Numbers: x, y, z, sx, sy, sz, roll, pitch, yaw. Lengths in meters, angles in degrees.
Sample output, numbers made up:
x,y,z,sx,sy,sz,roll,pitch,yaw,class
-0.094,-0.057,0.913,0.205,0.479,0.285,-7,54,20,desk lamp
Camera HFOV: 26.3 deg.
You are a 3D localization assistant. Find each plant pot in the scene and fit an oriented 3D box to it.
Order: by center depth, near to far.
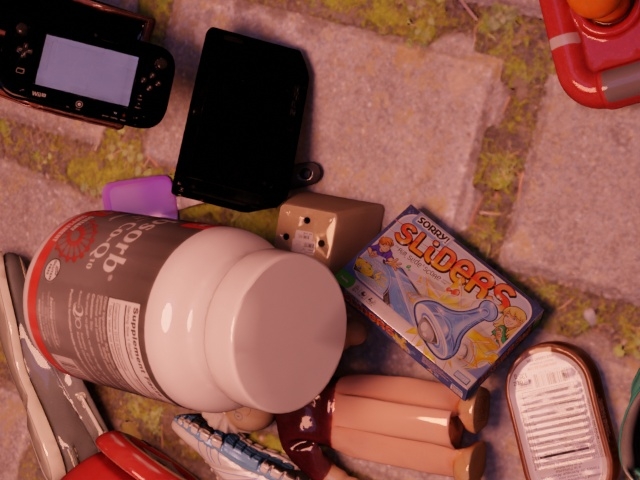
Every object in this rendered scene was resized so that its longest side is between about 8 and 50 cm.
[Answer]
x,y,z,sx,sy,sz,roll,pitch,yaw,class
0.000,0.000,1.609,0.109,0.096,0.109,11,92,23,plant pot
-0.238,0.334,1.645,0.191,0.191,0.174,31,85,21,plant pot

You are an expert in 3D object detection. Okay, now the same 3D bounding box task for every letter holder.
x,y,z,sx,sy,sz,roll,pitch,yaw,class
-0.405,-0.264,1.728,0.302,0.214,0.152,21,97,23,letter holder

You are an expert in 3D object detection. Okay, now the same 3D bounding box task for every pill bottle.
x,y,z,sx,sy,sz,roll,pitch,yaw,class
-0.157,0.081,1.558,0.363,0.210,0.210,7,92,44,pill bottle

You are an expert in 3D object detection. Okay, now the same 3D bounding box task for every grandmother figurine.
x,y,z,sx,sy,sz,roll,pitch,yaw,class
0.020,0.197,1.596,0.342,0.104,0.208,4,81,21,grandmother figurine

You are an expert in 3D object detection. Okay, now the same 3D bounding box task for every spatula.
x,y,z,sx,sy,sz,roll,pitch,yaw,class
-0.136,-0.056,1.706,0.296,0.030,0.084,-11,85,23,spatula

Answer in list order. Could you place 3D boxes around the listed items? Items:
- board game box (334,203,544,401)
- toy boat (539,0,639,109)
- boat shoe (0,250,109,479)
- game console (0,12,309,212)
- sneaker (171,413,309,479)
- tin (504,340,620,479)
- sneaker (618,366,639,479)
x,y,z,sx,sy,sz,roll,pitch,yaw,class
0.131,0.067,1.545,0.201,0.035,0.136,39,67,19,board game box
0.300,-0.260,1.455,0.151,0.151,0.231,-15,83,22,toy boat
-0.350,0.156,1.777,0.099,0.116,0.319,-14,71,-21,boat shoe
-0.198,-0.165,1.609,0.361,0.044,0.213,13,68,-10,game console
-0.109,0.277,1.667,0.190,0.071,0.083,28,105,22,sneaker
0.266,0.206,1.522,0.106,0.040,0.190,-17,82,27,tin
0.393,0.251,1.386,0.124,0.178,0.295,-27,78,20,sneaker
